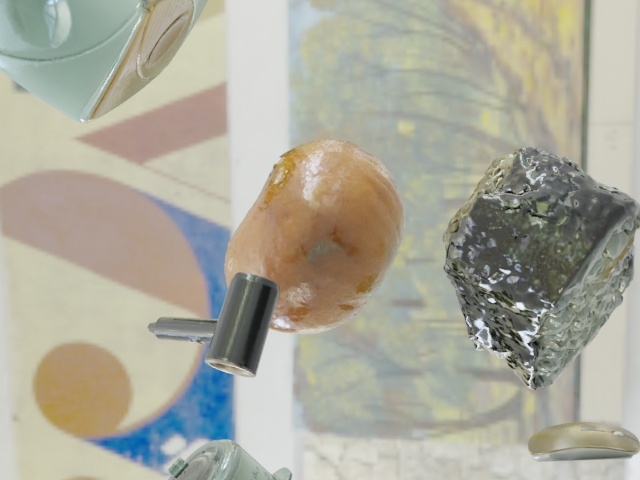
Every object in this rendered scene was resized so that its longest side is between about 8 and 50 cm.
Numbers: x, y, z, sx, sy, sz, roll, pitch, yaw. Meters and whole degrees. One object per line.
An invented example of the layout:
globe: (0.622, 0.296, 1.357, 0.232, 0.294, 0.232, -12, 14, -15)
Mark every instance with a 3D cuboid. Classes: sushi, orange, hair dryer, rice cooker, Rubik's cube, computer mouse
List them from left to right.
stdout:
Rubik's cube: (-0.417, -0.471, 2.249, 0.347, 0.351, 0.352, -52, -3, 38)
hair dryer: (-0.159, 0.106, 1.667, 0.070, 0.255, 0.128, 28, -107, -38)
rice cooker: (-0.179, 0.572, 2.519, 0.264, 0.317, 0.316, -171, 81, -69)
orange: (-0.002, -0.003, 1.993, 0.310, 0.274, 0.274, -58, -23, -25)
sushi: (0.244, 0.027, 1.385, 0.211, 0.171, 0.350, -48, -24, -10)
computer mouse: (0.474, 0.363, 2.220, 0.102, 0.199, 0.044, -63, -32, -71)
